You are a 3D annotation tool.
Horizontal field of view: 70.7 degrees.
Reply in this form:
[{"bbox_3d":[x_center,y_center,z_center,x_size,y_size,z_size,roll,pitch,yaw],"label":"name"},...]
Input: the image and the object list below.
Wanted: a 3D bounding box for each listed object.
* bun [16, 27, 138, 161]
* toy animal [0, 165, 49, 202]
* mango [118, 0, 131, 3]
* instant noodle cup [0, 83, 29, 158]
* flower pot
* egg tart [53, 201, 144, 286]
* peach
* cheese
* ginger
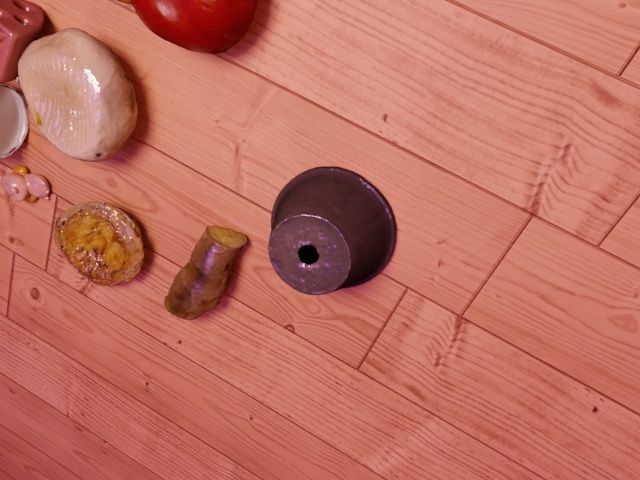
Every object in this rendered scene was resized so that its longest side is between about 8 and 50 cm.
[{"bbox_3d":[-0.480,-0.305,0.927,0.259,0.160,0.259,13,121,21],"label":"bun"},{"bbox_3d":[-0.743,-0.127,1.126,0.114,0.082,0.091,23,117,9],"label":"toy animal"},{"bbox_3d":[-0.394,-0.531,0.853,0.178,0.090,0.115,42,125,9],"label":"mango"},{"bbox_3d":[-0.805,-0.291,1.020,0.183,0.230,0.230,15,114,3],"label":"instant noodle cup"},{"bbox_3d":[0.000,0.000,0.874,0.269,0.166,0.268,6,110,18],"label":"flower pot"},{"bbox_3d":[-0.522,-0.001,1.094,0.232,0.098,0.252,33,121,-2],"label":"egg tart"},{"bbox_3d":[-0.225,-0.436,0.767,0.244,0.199,0.243,12,122,20],"label":"peach"},{"bbox_3d":[-0.663,-0.432,0.930,0.203,0.177,0.128,36,117,-4],"label":"cheese"},{"bbox_3d":[-0.263,0.084,1.030,0.109,0.116,0.263,19,117,-34],"label":"ginger"}]
